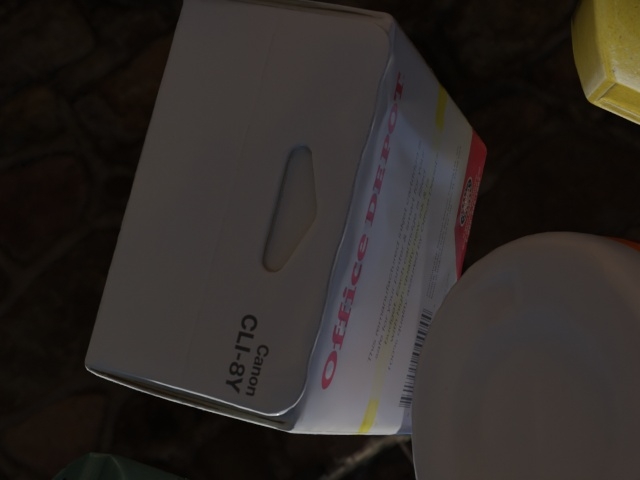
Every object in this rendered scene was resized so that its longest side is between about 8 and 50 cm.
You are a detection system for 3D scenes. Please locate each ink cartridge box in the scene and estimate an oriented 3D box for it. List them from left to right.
[{"bbox_3d":[0.000,0.000,0.941,0.384,0.160,0.279,30,73,-71],"label":"ink cartridge box"}]

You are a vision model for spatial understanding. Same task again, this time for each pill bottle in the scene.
[{"bbox_3d":[0.272,0.120,0.768,0.392,0.224,0.224,7,149,-34],"label":"pill bottle"}]

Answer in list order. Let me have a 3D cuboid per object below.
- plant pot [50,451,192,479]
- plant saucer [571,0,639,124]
[{"bbox_3d":[-0.130,0.387,1.184,0.341,0.334,0.341,-37,-145,33],"label":"plant pot"},{"bbox_3d":[0.370,-0.122,1.072,0.081,0.332,0.333,-64,173,5],"label":"plant saucer"}]
